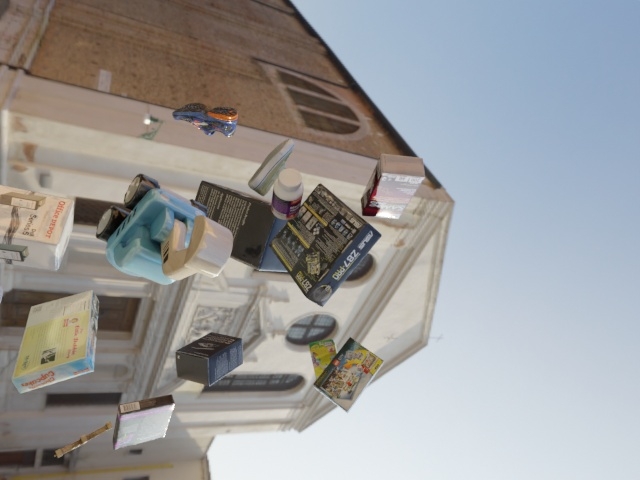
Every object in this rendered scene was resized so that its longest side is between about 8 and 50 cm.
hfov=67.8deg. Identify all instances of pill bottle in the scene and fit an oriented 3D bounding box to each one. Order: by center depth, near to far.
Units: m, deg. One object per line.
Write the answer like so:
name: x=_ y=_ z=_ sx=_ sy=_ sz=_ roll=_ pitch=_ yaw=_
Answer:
pill bottle: x=-0.116 y=-0.166 z=1.692 sx=0.193 sy=0.108 sz=0.108 roll=107 pitch=-22 yaw=-59

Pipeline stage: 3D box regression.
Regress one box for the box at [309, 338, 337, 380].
box: x=0.021 y=0.474 z=1.870 sx=0.043 sy=0.105 sz=0.179 roll=-68 pitch=147 yaw=-79

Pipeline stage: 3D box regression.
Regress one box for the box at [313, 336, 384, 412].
box: x=0.106 y=0.499 z=1.781 sx=0.159 sy=0.233 sz=0.044 roll=33 pitch=-25 yaw=21

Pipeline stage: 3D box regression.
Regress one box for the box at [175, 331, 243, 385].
box: x=-0.405 y=0.430 z=1.751 sx=0.153 sy=0.207 sz=0.108 roll=5 pitch=-77 yaw=27

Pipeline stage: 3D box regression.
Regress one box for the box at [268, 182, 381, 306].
box: x=0.000 y=0.000 z=1.684 sx=0.318 sy=0.097 sz=0.395 roll=-50 pitch=-145 yaw=4

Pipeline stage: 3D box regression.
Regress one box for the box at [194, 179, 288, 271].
box: x=-0.296 y=-0.056 z=2.297 sx=0.472 sy=0.480 sz=0.297 roll=23 pitch=-84 yaw=28

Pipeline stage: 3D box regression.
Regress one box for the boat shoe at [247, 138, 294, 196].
boat shoe: x=-0.211 y=-0.334 z=2.178 sx=0.302 sy=0.094 sz=0.109 roll=-52 pitch=-153 yaw=-13

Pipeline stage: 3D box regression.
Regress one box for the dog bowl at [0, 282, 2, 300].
dog bowl: x=-1.368 y=0.231 z=1.814 sx=0.104 sy=0.265 sz=0.264 roll=64 pitch=10 yaw=-54

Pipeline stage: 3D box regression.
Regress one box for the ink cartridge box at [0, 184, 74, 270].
ink cartridge box: x=-0.841 y=-0.042 z=1.299 sx=0.198 sy=0.273 sz=0.114 roll=-101 pitch=-150 yaw=-45

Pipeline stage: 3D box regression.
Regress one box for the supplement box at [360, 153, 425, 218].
supplement box: x=0.214 y=-0.159 z=1.456 sx=0.239 sy=0.130 sz=0.073 roll=109 pitch=-17 yaw=-61

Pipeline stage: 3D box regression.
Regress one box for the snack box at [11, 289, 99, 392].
snack box: x=-0.754 y=0.279 z=1.380 sx=0.322 sy=0.187 sz=0.060 roll=-124 pitch=-158 yaw=-54

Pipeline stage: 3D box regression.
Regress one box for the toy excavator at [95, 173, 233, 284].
toy excavator: x=-0.400 y=0.011 z=1.254 sx=0.433 sy=0.222 sz=0.445 roll=-42 pitch=-139 yaw=22

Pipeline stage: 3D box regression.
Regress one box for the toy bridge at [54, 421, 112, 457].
toy bridge: x=-0.815 y=0.685 z=1.636 sx=0.026 sy=0.188 sz=0.063 roll=60 pitch=-38 yaw=9

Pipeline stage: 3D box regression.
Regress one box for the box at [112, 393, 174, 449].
box: x=-0.406 y=0.415 z=1.087 sx=0.029 sy=0.116 sz=0.162 roll=58 pitch=-43 yaw=38

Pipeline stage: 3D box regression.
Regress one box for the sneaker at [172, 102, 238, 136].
sneaker: x=-0.353 y=-0.360 z=1.443 sx=0.083 sy=0.221 sz=0.087 roll=-52 pitch=149 yaw=-51
